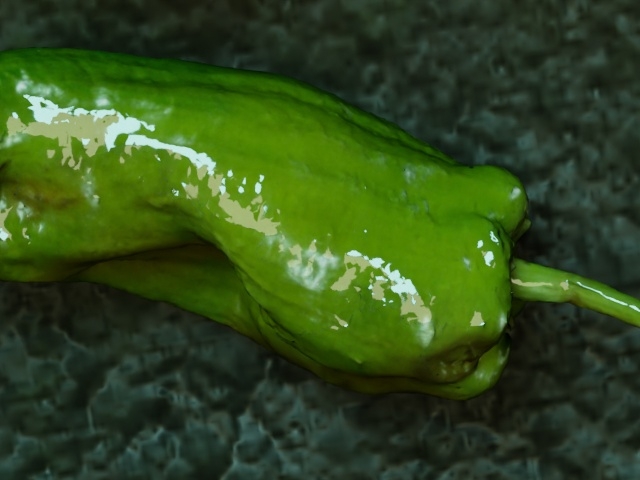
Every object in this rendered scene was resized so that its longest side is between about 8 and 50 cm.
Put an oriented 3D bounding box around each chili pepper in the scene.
[{"bbox_3d":[-0.001,0.003,0.480,0.204,0.072,0.073,14,58,-3],"label":"chili pepper"}]
